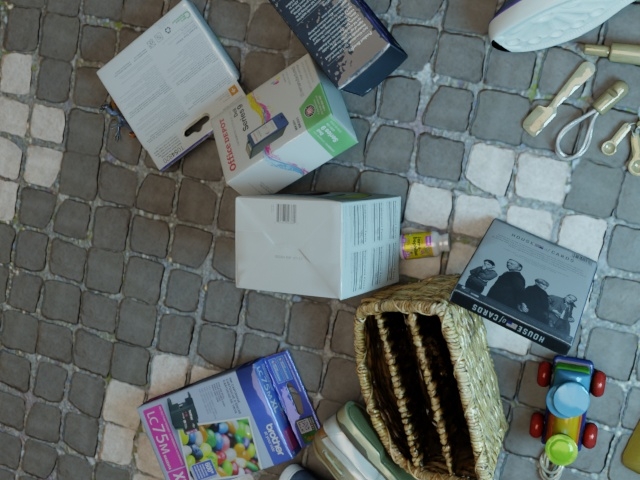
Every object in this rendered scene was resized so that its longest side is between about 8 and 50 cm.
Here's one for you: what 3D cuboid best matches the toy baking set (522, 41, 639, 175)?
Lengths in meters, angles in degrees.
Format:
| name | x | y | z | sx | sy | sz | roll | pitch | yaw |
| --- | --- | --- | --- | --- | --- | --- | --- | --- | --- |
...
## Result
| name | x | y | z | sx | sy | sz | roll | pitch | yaw |
| --- | --- | --- | --- | --- | --- | --- | --- | --- | --- |
| toy baking set | 0.452 | -0.207 | 1.276 | 0.256 | 0.030 | 0.197 | 15 | 100 | 15 |

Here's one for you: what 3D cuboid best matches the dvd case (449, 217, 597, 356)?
| name | x | y | z | sx | sy | sz | roll | pitch | yaw |
| --- | --- | --- | --- | --- | --- | --- | --- | --- | --- |
| dvd case | 0.310 | 0.061 | 1.244 | 0.179 | 0.238 | 0.029 | 26 | 125 | 13 |

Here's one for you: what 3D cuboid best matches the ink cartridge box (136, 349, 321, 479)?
| name | x | y | z | sx | sy | sz | roll | pitch | yaw |
| --- | --- | --- | --- | --- | --- | --- | --- | --- | --- |
| ink cartridge box | -0.165 | 0.334 | 1.506 | 0.311 | 0.065 | 0.186 | -23 | 89 | 16 |

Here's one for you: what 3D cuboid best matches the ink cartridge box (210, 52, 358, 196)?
| name | x | y | z | sx | sy | sz | roll | pitch | yaw |
| --- | --- | --- | --- | --- | --- | --- | --- | --- | --- |
| ink cartridge box | -0.064 | -0.181 | 1.372 | 0.212 | 0.093 | 0.154 | -31 | 52 | 19 |

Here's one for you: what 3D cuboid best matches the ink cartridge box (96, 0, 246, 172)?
| name | x | y | z | sx | sy | sz | roll | pitch | yaw |
| --- | --- | --- | --- | --- | --- | --- | --- | --- | --- |
| ink cartridge box | -0.256 | -0.272 | 1.478 | 0.223 | 0.045 | 0.224 | -33 | 86 | 18 |

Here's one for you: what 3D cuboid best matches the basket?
| name | x | y | z | sx | sy | sz | roll | pitch | yaw |
| --- | --- | --- | --- | --- | --- | --- | --- | --- | --- |
| basket | 0.154 | 0.223 | 1.299 | 0.213 | 0.223 | 0.299 | -11 | 98 | 21 |

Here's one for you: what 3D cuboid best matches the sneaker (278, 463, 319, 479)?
| name | x | y | z | sx | sy | sz | roll | pitch | yaw |
| --- | --- | --- | --- | --- | --- | --- | --- | --- | --- |
| sneaker | -0.017 | 0.526 | 1.440 | 0.163 | 0.086 | 0.226 | 17 | 101 | 39 |

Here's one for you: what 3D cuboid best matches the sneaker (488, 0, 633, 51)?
| name | x | y | z | sx | sy | sz | roll | pitch | yaw |
| --- | --- | --- | --- | --- | --- | --- | --- | --- | --- |
| sneaker | 0.378 | -0.451 | 1.244 | 0.323 | 0.130 | 0.236 | -25 | 66 | 34 |

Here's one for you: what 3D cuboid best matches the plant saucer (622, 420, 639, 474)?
| name | x | y | z | sx | sy | sz | roll | pitch | yaw |
| --- | --- | --- | --- | --- | --- | --- | --- | --- | --- |
| plant saucer | 0.676 | 0.281 | 1.233 | 0.333 | 0.081 | 0.333 | 24 | 103 | 13 |

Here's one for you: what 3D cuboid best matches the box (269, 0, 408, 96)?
| name | x | y | z | sx | sy | sz | roll | pitch | yaw |
| --- | --- | --- | --- | --- | --- | --- | --- | --- | --- |
| box | 0.027 | -0.345 | 1.329 | 0.108 | 0.153 | 0.207 | -39 | 85 | 16 |

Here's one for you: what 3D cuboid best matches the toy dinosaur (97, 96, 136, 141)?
| name | x | y | z | sx | sy | sz | roll | pitch | yaw |
| --- | --- | --- | --- | --- | --- | --- | --- | --- | --- |
| toy dinosaur | -0.366 | -0.225 | 1.521 | 0.082 | 0.047 | 0.090 | 25 | 92 | -5 |

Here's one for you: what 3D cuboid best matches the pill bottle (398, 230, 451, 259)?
| name | x | y | z | sx | sy | sz | roll | pitch | yaw |
| --- | --- | --- | --- | --- | --- | --- | --- | --- | --- |
| pill bottle | 0.173 | 0.007 | 1.376 | 0.083 | 0.043 | 0.043 | -7 | 94 | 17 |

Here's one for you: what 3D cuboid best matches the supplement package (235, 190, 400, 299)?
| name | x | y | z | sx | sy | sz | roll | pitch | yaw |
| --- | --- | --- | --- | --- | --- | --- | --- | --- | --- |
| supplement package | 0.000 | 0.000 | 1.325 | 0.194 | 0.203 | 0.149 | 5 | 98 | 30 |

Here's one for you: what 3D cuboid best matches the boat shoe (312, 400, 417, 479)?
| name | x | y | z | sx | sy | sz | roll | pitch | yaw |
| --- | --- | --- | --- | --- | --- | --- | --- | --- | --- |
| boat shoe | 0.107 | 0.413 | 1.369 | 0.103 | 0.113 | 0.302 | -43 | 75 | 21 |

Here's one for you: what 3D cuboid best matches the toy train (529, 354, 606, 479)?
| name | x | y | z | sx | sy | sz | roll | pitch | yaw |
| --- | --- | --- | --- | --- | --- | --- | --- | --- | --- |
| toy train | 0.377 | 0.315 | 1.293 | 0.105 | 0.143 | 0.248 | 9 | 98 | 16 |
